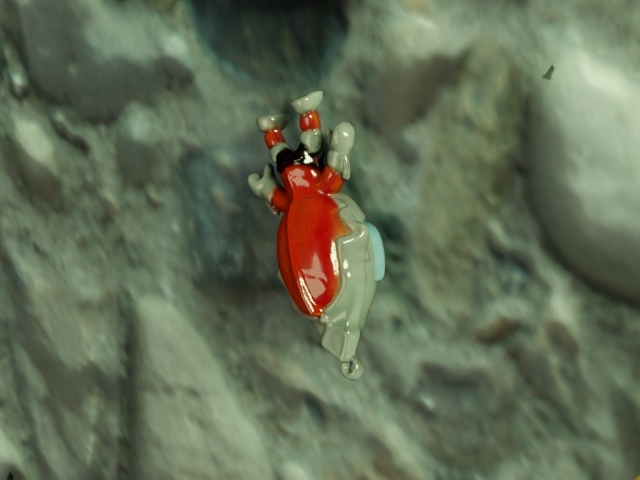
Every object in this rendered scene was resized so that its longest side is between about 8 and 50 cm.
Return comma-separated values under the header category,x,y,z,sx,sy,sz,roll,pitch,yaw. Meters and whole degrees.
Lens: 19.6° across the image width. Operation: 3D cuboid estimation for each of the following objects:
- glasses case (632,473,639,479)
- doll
category,x,y,z,sx,sy,sz,roll,pitch,yaw
glasses case,0.168,0.126,0.586,0.170,0.041,0.064,15,119,44
doll,0.001,0.000,0.723,0.057,0.039,0.114,-18,78,20
